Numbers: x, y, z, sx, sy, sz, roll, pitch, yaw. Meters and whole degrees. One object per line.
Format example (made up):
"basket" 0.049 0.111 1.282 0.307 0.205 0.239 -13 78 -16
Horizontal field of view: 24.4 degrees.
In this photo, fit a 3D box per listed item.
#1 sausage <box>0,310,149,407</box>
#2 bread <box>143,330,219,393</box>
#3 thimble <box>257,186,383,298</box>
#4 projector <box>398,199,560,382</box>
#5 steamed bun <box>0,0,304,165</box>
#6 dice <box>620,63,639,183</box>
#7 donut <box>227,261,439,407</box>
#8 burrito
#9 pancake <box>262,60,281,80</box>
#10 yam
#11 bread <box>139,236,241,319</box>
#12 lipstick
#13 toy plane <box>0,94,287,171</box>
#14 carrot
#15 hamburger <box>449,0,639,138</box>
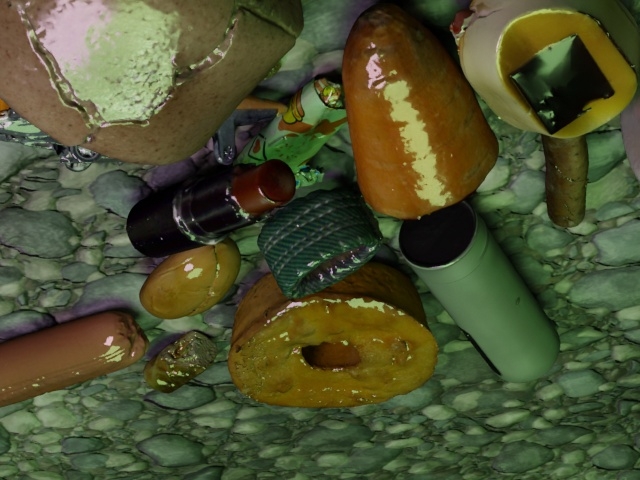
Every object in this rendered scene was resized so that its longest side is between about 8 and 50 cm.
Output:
"sausage" -0.365 0.160 1.961 0.289 0.086 0.086 -17 144 18
"bread" -0.197 0.170 2.027 0.110 0.060 0.066 -34 166 36
"thimble" -0.002 0.001 1.750 0.135 0.090 0.118 -35 161 25
"projector" 0.209 0.067 1.892 0.108 0.108 0.337 -18 143 18
"steamed bun" -0.178 -0.196 1.366 0.301 0.199 0.251 22 137 -31
"dice" 0.441 -0.133 1.558 0.191 0.193 0.194 13 140 -23
"donut" 0.013 0.119 1.935 0.277 0.109 0.278 -3 146 -2
"burrito" -0.036 -0.089 1.678 0.104 0.054 0.288 17 138 -32
"pancake" -0.090 -0.196 1.542 0.108 0.017 0.108 -4 147 -3
"yam" 0.283 -0.094 1.714 0.056 0.057 0.241 -8 146 4
"bread" -0.158 0.051 1.815 0.114 0.077 0.189 -29 171 -33
"lipstick" -0.122 -0.036 1.631 0.081 0.081 0.299 17 163 -29
"toy plane" -0.190 -0.120 1.557 0.316 0.103 0.204 5 177 -16
"carrot" 0.081 -0.145 1.539 0.159 0.159 0.225 -16 133 15
"hamburger" 0.233 -0.195 1.515 0.173 0.116 0.210 -35 133 19
